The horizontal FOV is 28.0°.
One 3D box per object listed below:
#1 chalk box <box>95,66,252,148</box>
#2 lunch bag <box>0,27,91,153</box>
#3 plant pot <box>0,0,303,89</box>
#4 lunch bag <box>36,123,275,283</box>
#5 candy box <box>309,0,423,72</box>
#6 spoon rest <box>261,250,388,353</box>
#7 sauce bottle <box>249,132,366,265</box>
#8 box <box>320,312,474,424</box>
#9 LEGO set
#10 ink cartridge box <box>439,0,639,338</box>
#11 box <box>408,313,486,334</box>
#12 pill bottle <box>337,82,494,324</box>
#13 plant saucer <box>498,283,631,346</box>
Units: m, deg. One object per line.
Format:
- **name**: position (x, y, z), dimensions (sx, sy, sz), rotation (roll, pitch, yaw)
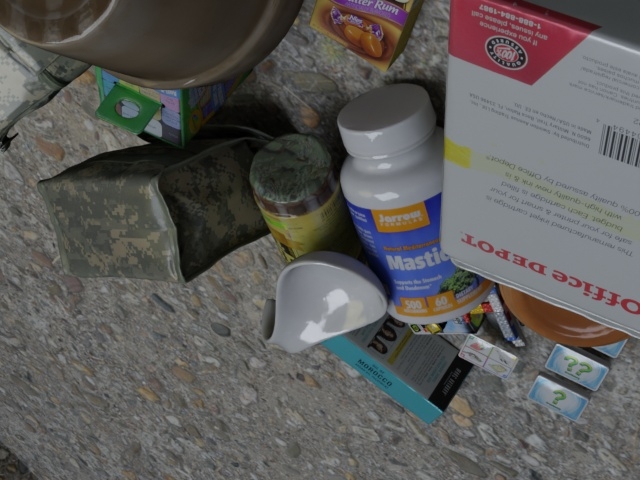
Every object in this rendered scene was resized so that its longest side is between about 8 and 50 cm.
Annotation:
- **chalk box**: position (-0.191, -0.216, 1.579), dimensions (0.132, 0.213, 0.132), rotation (26, 143, 15)
- **lunch bag**: position (-0.439, -0.292, 1.635), dimensions (0.256, 0.212, 0.305), rotation (-41, 105, 11)
- **plant pot**: position (-0.204, -0.305, 1.317), dimensions (0.323, 0.280, 0.323), rotation (5, 104, 21)
- **lunch bag**: position (-0.181, -0.066, 1.703), dimensions (0.235, 0.287, 0.168), rotation (2, 112, 40)
- **candy box**: position (0.061, -0.284, 1.415), dimensions (0.109, 0.053, 0.186), rotation (33, 145, 9)
- **spoon rest**: position (-0.010, 0.085, 1.621), dimensions (0.137, 0.084, 0.276), rotation (25, 155, -12)
- **sauce bottle**: position (0.000, 0.000, 1.667), dimensions (0.111, 0.111, 0.344), rotation (19, 154, 26)
- **box**: position (0.094, 0.150, 1.855), dimensions (0.244, 0.100, 0.060), rotation (37, 148, 1)
- **LEGO set**: position (0.259, 0.137, 1.690), dimensions (0.244, 0.060, 0.182), rotation (27, 132, 8)
- **ink cartridge box**: position (0.281, -0.109, 1.323), dimensions (0.279, 0.160, 0.384), rotation (23, 143, 21)
- **box**: position (0.131, 0.042, 1.751), dimensions (0.114, 0.036, 0.207), rotation (-5, 128, 45)
- **pill bottle**: position (0.111, -0.045, 1.553), dimensions (0.152, 0.152, 0.272), rotation (7, 131, 37)
- **plant saucer**: position (0.312, 0.059, 1.558), dimensions (0.200, 0.037, 0.200), rotation (10, 131, 12)
